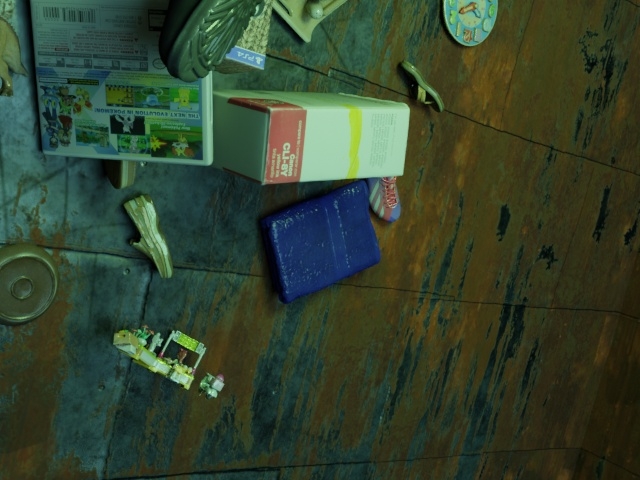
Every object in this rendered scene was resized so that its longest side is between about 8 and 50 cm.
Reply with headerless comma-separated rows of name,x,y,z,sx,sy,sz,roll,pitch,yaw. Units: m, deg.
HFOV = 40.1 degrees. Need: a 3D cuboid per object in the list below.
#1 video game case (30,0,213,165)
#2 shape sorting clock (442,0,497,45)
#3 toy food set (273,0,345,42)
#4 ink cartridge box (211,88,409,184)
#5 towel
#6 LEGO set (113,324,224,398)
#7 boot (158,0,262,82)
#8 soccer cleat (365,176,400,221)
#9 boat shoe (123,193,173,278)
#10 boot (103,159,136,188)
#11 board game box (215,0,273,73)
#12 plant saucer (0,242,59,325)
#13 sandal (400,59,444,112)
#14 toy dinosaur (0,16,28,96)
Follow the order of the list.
video game case,-0.360,-0.294,1.602,0.036,0.329,0.300,-69,162,-69
shape sorting clock,0.393,-0.611,2.279,0.206,0.040,0.206,-14,112,-36
toy food set,0.025,-0.583,1.866,0.306,0.092,0.219,-34,132,19
ink cartridge box,-0.038,-0.229,1.882,0.384,0.279,0.160,-7,109,-38
towel,0.000,0.000,2.131,0.308,0.076,0.228,-23,110,-32
LEGO set,-0.333,0.235,1.896,0.287,0.132,0.107,39,70,-34
boot,-0.308,-0.501,1.476,0.367,0.445,0.146,-58,169,-18
soccer cleat,0.160,-0.143,2.197,0.083,0.095,0.248,-37,124,-25
boat shoe,-0.365,-0.001,1.836,0.072,0.068,0.190,-22,108,-19
boot,-0.330,-0.232,1.762,0.203,0.095,0.262,-1,95,-40
board game box,-0.221,-0.497,1.711,0.232,0.141,0.291,8,89,-41
plant saucer,-0.583,0.089,1.700,0.168,0.029,0.168,-14,113,-36
sandal,0.249,-0.383,2.217,0.049,0.072,0.180,-46,128,1
toy dinosaur,-0.606,-0.355,1.485,0.295,0.127,0.200,5,94,-46
